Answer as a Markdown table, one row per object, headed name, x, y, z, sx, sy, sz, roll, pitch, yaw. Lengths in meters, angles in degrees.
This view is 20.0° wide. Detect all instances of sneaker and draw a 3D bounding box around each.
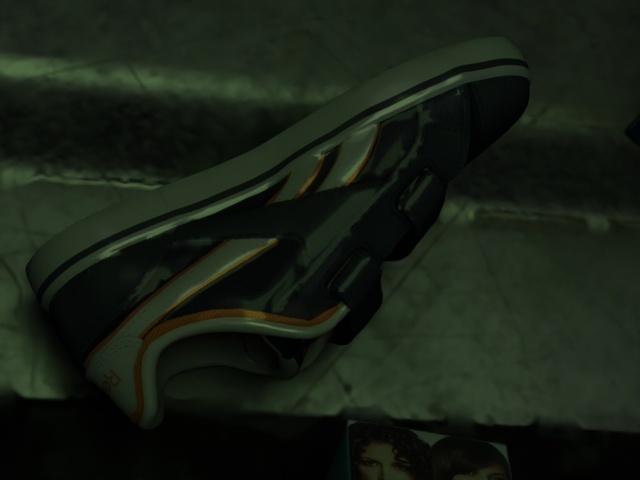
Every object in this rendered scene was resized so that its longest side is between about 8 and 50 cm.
| name | x | y | z | sx | sy | sz | roll | pitch | yaw |
| --- | --- | --- | --- | --- | --- | --- | --- | --- | --- |
| sneaker | 0.000 | 0.000 | 1.057 | 0.321 | 0.126 | 0.127 | -28 | 75 | -10 |

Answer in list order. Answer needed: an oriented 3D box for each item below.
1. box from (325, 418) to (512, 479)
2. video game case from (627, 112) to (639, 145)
| name | x | y | z | sx | sy | sz | roll | pitch | yaw |
| --- | --- | --- | --- | --- | --- | --- | --- | --- | --- |
| box | 0.059 | 0.204 | 0.965 | 0.101 | 0.060 | 0.244 | 10 | 36 | -10 |
| video game case | 0.332 | -0.169 | 1.114 | 0.061 | 0.269 | 0.244 | 46 | 68 | 4 |
